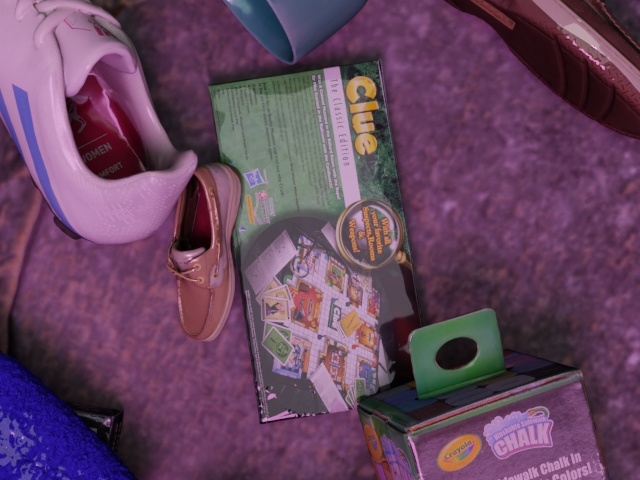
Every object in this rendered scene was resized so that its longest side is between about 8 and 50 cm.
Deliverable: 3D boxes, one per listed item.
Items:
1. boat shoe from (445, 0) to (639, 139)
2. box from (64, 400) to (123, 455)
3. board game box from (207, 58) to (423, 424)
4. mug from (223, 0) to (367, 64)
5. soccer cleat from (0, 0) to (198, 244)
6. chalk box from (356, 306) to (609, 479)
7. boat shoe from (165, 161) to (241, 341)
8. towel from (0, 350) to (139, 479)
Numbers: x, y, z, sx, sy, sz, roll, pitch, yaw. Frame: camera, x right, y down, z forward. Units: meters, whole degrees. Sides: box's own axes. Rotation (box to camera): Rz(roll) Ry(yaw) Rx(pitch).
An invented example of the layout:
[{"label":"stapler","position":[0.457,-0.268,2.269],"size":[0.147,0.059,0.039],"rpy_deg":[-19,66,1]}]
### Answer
[{"label":"boat shoe","position":[0.179,-0.186,0.872],"size":[0.257,0.095,0.095],"rpy_deg":[40,80,0]},{"label":"box","position":[-0.270,0.192,0.850],"size":[0.220,0.051,0.175],"rpy_deg":[10,87,-2]},{"label":"board game box","position":[0.000,0.000,0.886],"size":[0.136,0.030,0.260],"rpy_deg":[-8,88,-1]},{"label":"mug","position":[-0.016,-0.203,0.831],"size":[0.097,0.158,0.129],"rpy_deg":[-40,124,-8]},{"label":"soccer cleat","position":[-0.199,-0.151,0.815],"size":[0.116,0.143,0.331],"rpy_deg":[-39,95,-37]},{"label":"chalk box","position":[0.113,0.155,0.814],"size":[0.132,0.132,0.213],"rpy_deg":[-16,94,-12]},{"label":"boat shoe","position":[-0.092,0.009,0.858],"size":[0.050,0.045,0.135],"rpy_deg":[8,96,34]},{"label":"towel","position":[-0.291,0.158,0.787],"size":[0.308,0.076,0.227],"rpy_deg":[43,87,1]}]
